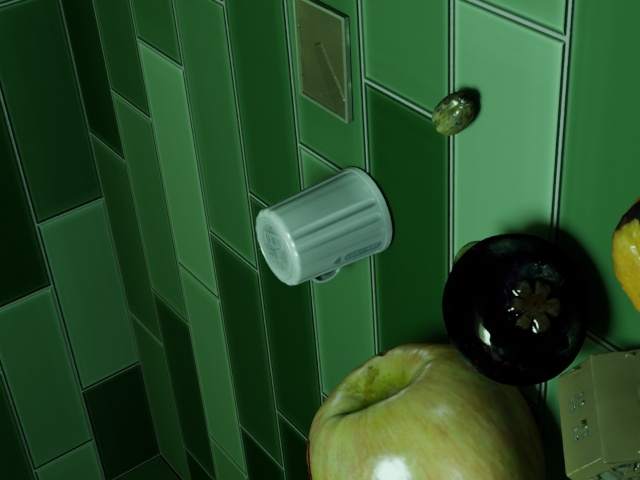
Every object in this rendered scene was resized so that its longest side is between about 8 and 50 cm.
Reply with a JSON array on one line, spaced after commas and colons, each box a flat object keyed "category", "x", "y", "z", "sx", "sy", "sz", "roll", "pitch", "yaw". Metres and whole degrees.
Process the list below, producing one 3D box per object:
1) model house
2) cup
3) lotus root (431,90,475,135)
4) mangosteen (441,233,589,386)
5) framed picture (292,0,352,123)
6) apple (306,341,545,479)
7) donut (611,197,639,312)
[{"category": "model house", "x": 0.464, "y": 0.230, "z": 1.424, "sx": 0.176, "sy": 0.181, "sz": 0.248, "roll": 32, "pitch": 131, "yaw": -23}, {"category": "cup", "x": 0.008, "y": 0.002, "z": 1.945, "sx": 0.167, "sy": 0.202, "sz": 0.221, "roll": 26, "pitch": 134, "yaw": 54}, {"category": "lotus root", "x": 0.201, "y": -0.191, "z": 1.598, "sx": 0.054, "sy": 0.049, "sz": 0.099, "roll": 68, "pitch": 155, "yaw": 12}, {"category": "mangosteen", "x": 0.277, "y": 0.097, "z": 1.550, "sx": 0.243, "sy": 0.243, "sz": 0.243, "roll": 42, "pitch": 146, "yaw": 38}, {"category": "framed picture", "x": 0.004, "y": -0.320, "z": 1.880, "sx": 0.150, "sy": 0.015, "sz": 0.203, "roll": 37, "pitch": 142, "yaw": 42}, {"category": "apple", "x": 0.182, "y": 0.367, "z": 1.771, "sx": 0.346, "sy": 0.391, "sz": 0.391, "roll": 55, "pitch": 155, "yaw": -12}, {"category": "donut", "x": 0.459, "y": 0.033, "z": 1.259, "sx": 0.253, "sy": 0.118, "sz": 0.253, "roll": 46, "pitch": 150, "yaw": 36}]
